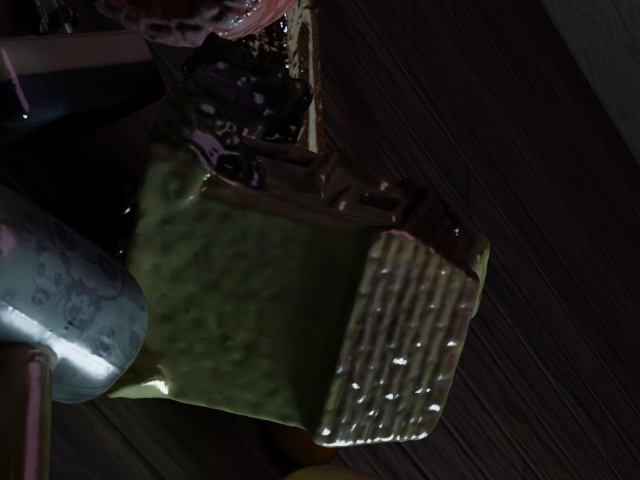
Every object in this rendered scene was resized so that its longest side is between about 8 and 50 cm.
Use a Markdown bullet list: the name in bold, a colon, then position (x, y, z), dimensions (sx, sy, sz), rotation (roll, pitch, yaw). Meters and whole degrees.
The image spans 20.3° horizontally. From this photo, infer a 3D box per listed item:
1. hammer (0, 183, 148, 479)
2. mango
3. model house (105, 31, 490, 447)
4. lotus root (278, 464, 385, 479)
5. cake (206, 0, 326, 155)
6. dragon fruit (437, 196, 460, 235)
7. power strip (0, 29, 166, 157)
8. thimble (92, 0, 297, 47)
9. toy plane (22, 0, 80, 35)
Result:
- **hammer**: position (-0.200, 0.121, 1.165), dimensions (0.202, 0.113, 0.305), rotation (36, 43, -48)
- **mango**: position (-0.015, 0.153, 1.617), dimensions (0.080, 0.060, 0.114), rotation (42, 27, -53)
- **model house**: position (0.000, 0.000, 1.415), dimensions (0.321, 0.266, 0.261), rotation (-56, 161, -69)
- **lotus root**: position (0.048, 0.281, 1.528), dimensions (0.303, 0.131, 0.146), rotation (45, 30, -44)
- **cake**: position (-0.072, -0.178, 1.878), dimensions (0.112, 0.135, 0.246), rotation (-59, 152, -52)
- **dragon fruit**: position (0.123, 0.005, 2.128), dimensions (0.063, 0.097, 0.131), rotation (59, 1, -26)
- **power strip**: position (-0.216, -0.111, 1.347), dimensions (0.070, 0.105, 0.257), rotation (65, 20, 0)
- **thimble**: position (-0.112, -0.297, 1.646), dimensions (0.239, 0.239, 0.162), rotation (63, 22, -8)
- **toy plane**: position (-0.229, -0.196, 1.509), dimensions (0.102, 0.040, 0.111), rotation (-72, 139, -88)
